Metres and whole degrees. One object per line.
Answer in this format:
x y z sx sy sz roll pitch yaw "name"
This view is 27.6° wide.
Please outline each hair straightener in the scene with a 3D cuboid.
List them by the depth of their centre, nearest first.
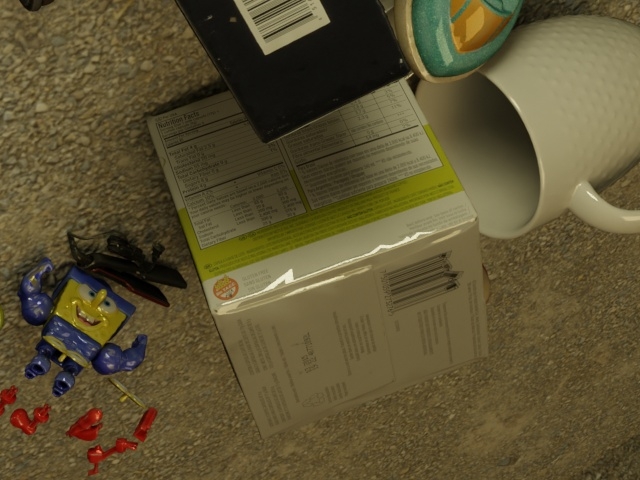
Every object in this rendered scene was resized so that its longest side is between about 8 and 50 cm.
-0.264 0.023 1.831 0.089 0.047 0.230 -45 139 11 "hair straightener"

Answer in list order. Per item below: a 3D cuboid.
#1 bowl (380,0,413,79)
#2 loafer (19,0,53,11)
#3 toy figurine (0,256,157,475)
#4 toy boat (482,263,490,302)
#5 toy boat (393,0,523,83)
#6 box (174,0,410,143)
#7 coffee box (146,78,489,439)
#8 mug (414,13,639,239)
0.081 -0.270 1.779 0.142 0.053 0.142 -39 144 1 "bowl"
-0.280 -0.371 1.319 0.095 0.109 0.303 -24 140 -25 "loafer"
-0.366 0.118 1.776 0.362 0.217 0.191 35 129 -9 "toy figurine"
0.165 0.093 2.210 0.231 0.151 0.151 -28 173 -13 "toy boat"
0.150 -0.343 1.634 0.318 0.148 0.268 20 89 -39 "toy boat"
-0.073 -0.313 1.335 0.182 0.294 0.296 -25 133 6 "box"
0.000 0.000 1.730 0.338 0.334 0.338 -20 144 -6 "coffee box"
0.374 -0.156 1.886 0.328 0.374 0.276 -26 148 -27 "mug"
